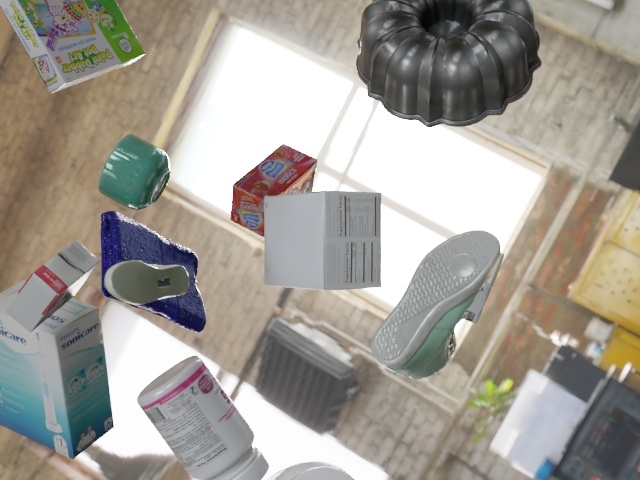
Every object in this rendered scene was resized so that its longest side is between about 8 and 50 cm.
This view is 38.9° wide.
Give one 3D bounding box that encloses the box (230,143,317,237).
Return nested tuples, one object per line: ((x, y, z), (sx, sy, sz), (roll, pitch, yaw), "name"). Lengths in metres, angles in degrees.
((-0.127, -0.140, 2.482), (0.257, 0.123, 0.128), (-46, -25, -44), "box")

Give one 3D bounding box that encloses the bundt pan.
((0.219, -0.361, 1.564), (0.331, 0.331, 0.124), (-54, -22, -21), "bundt pan")

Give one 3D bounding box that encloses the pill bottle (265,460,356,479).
((-0.023, 0.559, 1.850), (0.210, 0.210, 0.363), (-55, -2, -19), "pill bottle")

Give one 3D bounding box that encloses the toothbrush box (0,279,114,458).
((-0.545, 0.255, 1.809), (0.126, 0.216, 0.295), (-38, -46, -49), "toothbrush box")

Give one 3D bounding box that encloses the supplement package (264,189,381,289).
((0.000, 0.000, 1.949), (0.145, 0.262, 0.204), (0, -90, -30), "supplement package")

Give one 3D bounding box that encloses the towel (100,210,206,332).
((-0.396, 0.079, 2.117), (0.076, 0.227, 0.308), (-27, -35, 21), "towel")

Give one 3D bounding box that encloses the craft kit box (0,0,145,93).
((-0.489, -0.433, 1.757), (0.061, 0.246, 0.250), (-19, 13, 35), "craft kit box")

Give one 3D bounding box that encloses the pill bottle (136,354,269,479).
((-0.239, 0.395, 1.888), (0.160, 0.283, 0.160), (-33, 8, 5), "pill bottle")

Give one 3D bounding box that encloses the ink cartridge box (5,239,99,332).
((-0.475, 0.079, 1.619), (0.109, 0.063, 0.150), (-48, 3, 27), "ink cartridge box")

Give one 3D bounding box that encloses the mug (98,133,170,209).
((-0.341, -0.128, 1.729), (0.129, 0.097, 0.158), (-64, -5, 24), "mug")

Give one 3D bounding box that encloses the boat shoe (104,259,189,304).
((-0.335, 0.080, 1.679), (0.227, 0.081, 0.079), (4, -101, -64), "boat shoe")

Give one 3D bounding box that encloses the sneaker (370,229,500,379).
((0.191, 0.103, 1.398), (0.256, 0.094, 0.151), (-49, -34, 0), "sneaker")

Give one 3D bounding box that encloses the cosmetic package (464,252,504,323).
((0.432, 0.115, 2.671), (0.183, 0.151, 0.151), (-52, -20, -52), "cosmetic package")
